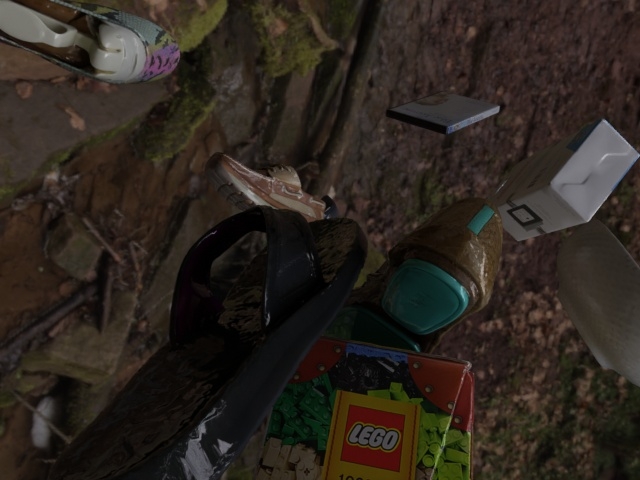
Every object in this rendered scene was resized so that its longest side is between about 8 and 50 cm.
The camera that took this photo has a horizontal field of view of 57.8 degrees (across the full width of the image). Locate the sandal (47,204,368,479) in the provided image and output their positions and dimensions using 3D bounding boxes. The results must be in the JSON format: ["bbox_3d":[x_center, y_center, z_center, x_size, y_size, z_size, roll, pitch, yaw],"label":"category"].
[{"bbox_3d":[-0.066,0.042,0.512,0.107,0.168,0.446,64,22,-13],"label":"sandal"}]

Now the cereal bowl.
[{"bbox_3d":[0.548,0.135,1.086,0.339,0.141,0.339,50,18,-23],"label":"cereal bowl"}]

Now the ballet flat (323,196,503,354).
[{"bbox_3d":[0.096,0.054,0.619,0.124,0.116,0.342,-49,172,-27],"label":"ballet flat"}]

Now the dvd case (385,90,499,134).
[{"bbox_3d":[0.312,-0.328,1.468,0.253,0.180,0.022,-27,132,-39],"label":"dvd case"}]

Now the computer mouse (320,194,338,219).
[{"bbox_3d":[0.000,0.000,1.605,0.262,0.060,0.184,-56,153,-53],"label":"computer mouse"}]

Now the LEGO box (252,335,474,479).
[{"bbox_3d":[0.022,0.398,0.657,0.500,0.193,0.372,92,10,-51],"label":"LEGO box"}]

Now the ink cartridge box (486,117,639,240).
[{"bbox_3d":[0.270,-0.062,0.687,0.104,0.060,0.180,-48,-178,-12],"label":"ink cartridge box"}]

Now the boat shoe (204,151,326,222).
[{"bbox_3d":[-0.102,-0.102,1.186,0.324,0.123,0.116,35,75,-48],"label":"boat shoe"}]

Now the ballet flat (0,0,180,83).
[{"bbox_3d":[-0.241,-0.195,0.555,0.222,0.079,0.076,12,114,-31],"label":"ballet flat"}]
